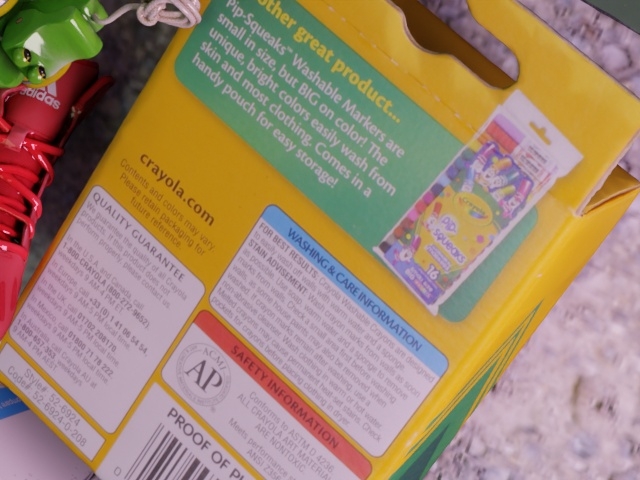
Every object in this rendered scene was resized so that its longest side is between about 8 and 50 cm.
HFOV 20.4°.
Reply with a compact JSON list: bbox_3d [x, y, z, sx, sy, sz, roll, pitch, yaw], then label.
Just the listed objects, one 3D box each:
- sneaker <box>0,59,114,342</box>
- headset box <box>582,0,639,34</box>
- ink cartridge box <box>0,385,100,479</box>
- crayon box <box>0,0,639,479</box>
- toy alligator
[{"bbox_3d":[-0.161,-0.034,0.858,0.087,0.221,0.128,30,107,-25],"label":"sneaker"},{"bbox_3d":[0.182,-0.219,0.693,0.246,0.131,0.283,34,110,18],"label":"headset box"},{"bbox_3d":[-0.174,0.183,0.947,0.203,0.086,0.148,48,114,14],"label":"ink cartridge box"},{"bbox_3d":[0.000,0.000,0.827,0.203,0.083,0.323,42,118,16],"label":"crayon box"},{"bbox_3d":[-0.140,-0.090,0.818,0.190,0.056,0.051,3,53,36],"label":"toy alligator"}]
